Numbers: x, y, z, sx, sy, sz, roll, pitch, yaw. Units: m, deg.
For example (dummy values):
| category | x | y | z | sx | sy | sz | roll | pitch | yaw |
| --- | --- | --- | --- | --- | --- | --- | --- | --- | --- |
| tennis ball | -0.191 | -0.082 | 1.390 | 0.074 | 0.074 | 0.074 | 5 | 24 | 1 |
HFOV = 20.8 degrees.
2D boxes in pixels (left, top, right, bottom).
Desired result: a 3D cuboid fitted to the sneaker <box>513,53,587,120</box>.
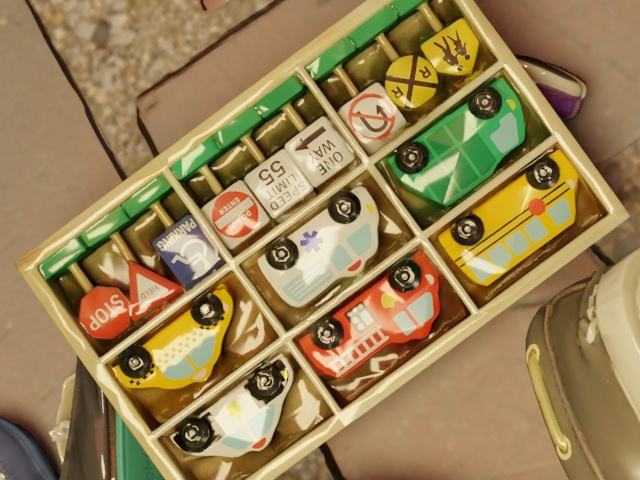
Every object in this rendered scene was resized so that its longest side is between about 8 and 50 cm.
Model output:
| category | x | y | z | sx | sy | sz | roll | pitch | yaw |
| --- | --- | --- | --- | --- | --- | --- | --- | --- | --- |
| sneaker | 0.062 | -0.064 | 0.945 | 0.170 | 0.068 | 0.071 | -5 | 89 | 22 |

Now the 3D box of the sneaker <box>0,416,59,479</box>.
| category | x | y | z | sx | sy | sz | roll | pitch | yaw |
| --- | --- | --- | --- | --- | --- | --- | --- | --- | --- |
| sneaker | -0.224 | 0.228 | 0.899 | 0.112 | 0.131 | 0.296 | 15 | 79 | 20 |

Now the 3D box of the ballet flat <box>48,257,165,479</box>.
| category | x | y | z | sx | sy | sz | roll | pitch | yaw |
| --- | --- | --- | --- | --- | --- | --- | --- | --- | --- |
| ballet flat | -0.114 | 0.063 | 0.947 | 0.074 | 0.074 | 0.203 | 1 | 82 | 15 |

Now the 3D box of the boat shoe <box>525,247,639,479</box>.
| category | x | y | z | sx | sy | sz | roll | pitch | yaw |
| --- | --- | --- | --- | --- | --- | --- | --- | --- | --- |
| boat shoe | 0.190 | 0.154 | 0.828 | 0.091 | 0.109 | 0.305 | -31 | 79 | 48 |

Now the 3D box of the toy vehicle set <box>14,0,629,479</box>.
| category | x | y | z | sx | sy | sz | roll | pitch | yaw |
| --- | --- | --- | --- | --- | --- | --- | --- | --- | --- |
| toy vehicle set | 0.000 | 0.000 | 0.882 | 0.267 | 0.035 | 0.166 | -37 | 87 | 3 |
